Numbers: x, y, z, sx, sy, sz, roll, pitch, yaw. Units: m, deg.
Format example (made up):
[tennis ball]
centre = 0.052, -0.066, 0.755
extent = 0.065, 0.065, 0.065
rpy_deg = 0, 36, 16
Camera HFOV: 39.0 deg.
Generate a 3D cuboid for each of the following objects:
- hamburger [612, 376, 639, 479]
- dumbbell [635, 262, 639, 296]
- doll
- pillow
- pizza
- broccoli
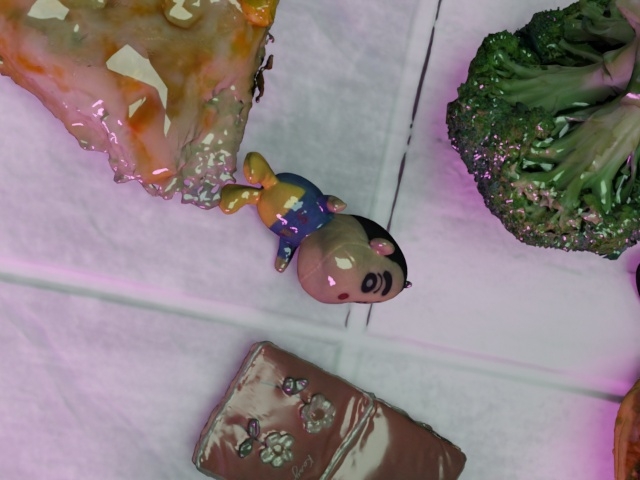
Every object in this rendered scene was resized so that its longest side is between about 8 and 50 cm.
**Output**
[hamburger]
centre = 0.378, 0.211, 0.835
extent = 0.244, 0.163, 0.245
rpy_deg = -2, 100, -13
[dumbbell]
centre = 0.405, 0.017, 0.861
extent = 0.191, 0.100, 0.100
rpy_deg = -29, 101, -13
[doll]
centre = 0.000, 0.000, 0.746
extent = 0.179, 0.102, 0.089
rpy_deg = 27, 46, -16
[pillow]
centre = 0.011, 0.184, 0.777
extent = 0.232, 0.043, 0.126
rpy_deg = 32, 87, -19
[pizza]
centre = -0.181, -0.284, 0.665
extent = 0.391, 0.080, 0.435
rpy_deg = 20, 80, -11
[broccoli]
centre = 0.243, -0.099, 0.721
extent = 0.269, 0.270, 0.270
rpy_deg = 4, 64, -8
